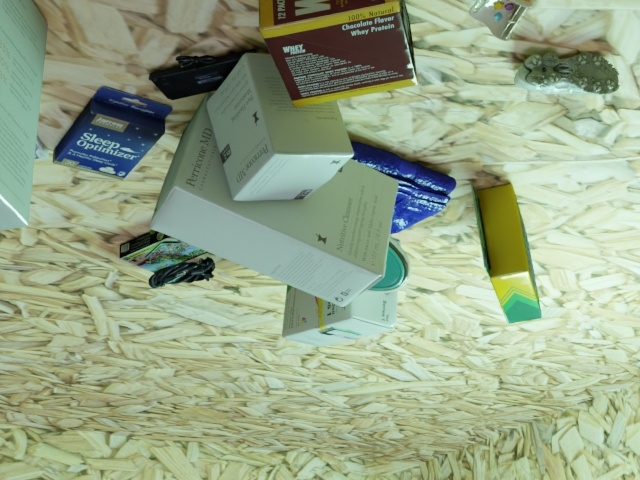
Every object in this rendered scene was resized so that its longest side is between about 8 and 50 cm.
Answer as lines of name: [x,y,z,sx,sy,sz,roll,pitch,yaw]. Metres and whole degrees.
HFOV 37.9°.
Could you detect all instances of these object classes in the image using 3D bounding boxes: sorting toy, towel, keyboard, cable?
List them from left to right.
cable: [-0.314,0.082,2.104,0.150,0.047,0.184,-16,175,-16]
keyboard: [-0.184,-0.273,1.495,0.180,0.023,0.108,-11,159,13]
towel: [0.087,-0.093,1.828,0.308,0.076,0.227,16,147,-34]
sorting toy: [0.264,-0.345,1.390,0.075,0.045,0.083,10,152,-11]

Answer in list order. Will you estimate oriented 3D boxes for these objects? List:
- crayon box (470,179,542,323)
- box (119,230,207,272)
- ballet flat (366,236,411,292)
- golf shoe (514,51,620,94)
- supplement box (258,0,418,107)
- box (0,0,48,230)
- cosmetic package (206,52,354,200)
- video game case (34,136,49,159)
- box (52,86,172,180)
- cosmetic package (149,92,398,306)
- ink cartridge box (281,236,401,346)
crayon box: [0.395,0.024,1.958,0.083,0.203,0.323,-12,152,15]
box: [-0.325,0.011,2.026,0.207,0.036,0.114,-21,149,31]
ballet flat: [0.000,0.000,1.868,0.400,0.139,0.139,14,157,16]
golf shoe: [0.406,-0.272,1.549,0.176,0.069,0.086,6,172,-13]
supplement box: [0.027,-0.310,1.326,0.191,0.129,0.194,-9,153,11]
box: [-0.493,-0.205,1.227,0.168,0.345,0.215,-7,153,8]
cosmetic package: [-0.067,-0.178,1.486,0.151,0.184,0.151,-3,155,-35]
video game case: [-0.560,-0.167,1.669,0.122,0.011,0.087,-5,153,3]
box: [-0.366,-0.183,1.637,0.136,0.036,0.225,14,147,-31]
cosmetic package: [-0.075,-0.065,1.617,0.385,0.217,0.156,23,146,-18]
ink cartridge box: [0.042,0.107,2.029,0.117,0.201,0.278,17,158,-30]
